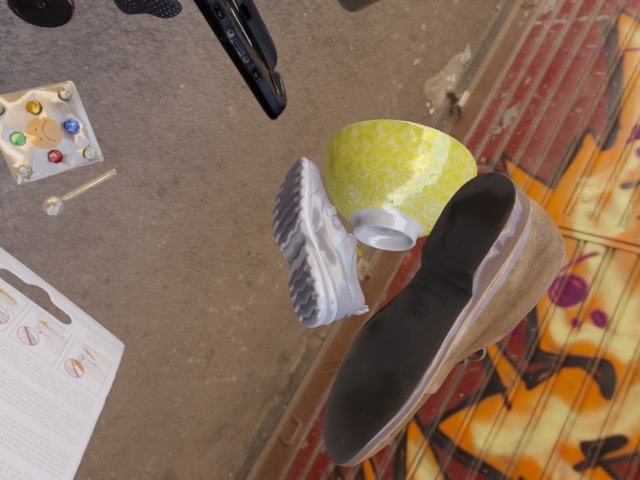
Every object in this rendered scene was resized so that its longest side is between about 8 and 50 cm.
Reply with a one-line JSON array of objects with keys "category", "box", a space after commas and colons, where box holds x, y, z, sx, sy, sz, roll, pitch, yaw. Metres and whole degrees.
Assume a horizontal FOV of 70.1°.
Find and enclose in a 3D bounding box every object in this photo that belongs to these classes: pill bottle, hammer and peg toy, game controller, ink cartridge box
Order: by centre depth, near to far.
[{"category": "ink cartridge box", "box": [-0.404, 0.158, 0.504, 0.091, 0.385, 0.308, -39, 113, 7]}, {"category": "game controller", "box": [-0.123, -0.289, 0.562, 0.319, 0.067, 0.167, 51, 25, -62]}, {"category": "pill bottle", "box": [-0.575, -0.564, 0.934, 0.122, 0.122, 0.219, 6, 65, -47]}, {"category": "hammer and peg toy", "box": [-0.806, -0.276, 1.387, 0.266, 0.127, 0.361, -25, 112, -26]}]

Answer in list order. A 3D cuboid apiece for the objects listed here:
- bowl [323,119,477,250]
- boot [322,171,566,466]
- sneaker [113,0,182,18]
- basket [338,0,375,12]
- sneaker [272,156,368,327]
[{"category": "bowl", "box": [0.130, -0.073, 0.846, 0.289, 0.289, 0.156, 36, 62, -47]}, {"category": "boot", "box": [0.115, 0.096, 0.426, 0.115, 0.112, 0.305, 29, 101, -27]}, {"category": "sneaker", "box": [-0.506, -0.726, 1.344, 0.084, 0.234, 0.097, 67, 40, -66]}, {"category": "basket", "box": [0.152, -0.846, 1.487, 0.204, 0.227, 0.154, -16, 103, -21]}, {"category": "sneaker", "box": [0.000, 0.000, 0.724, 0.115, 0.105, 0.281, 5, 64, -32]}]
